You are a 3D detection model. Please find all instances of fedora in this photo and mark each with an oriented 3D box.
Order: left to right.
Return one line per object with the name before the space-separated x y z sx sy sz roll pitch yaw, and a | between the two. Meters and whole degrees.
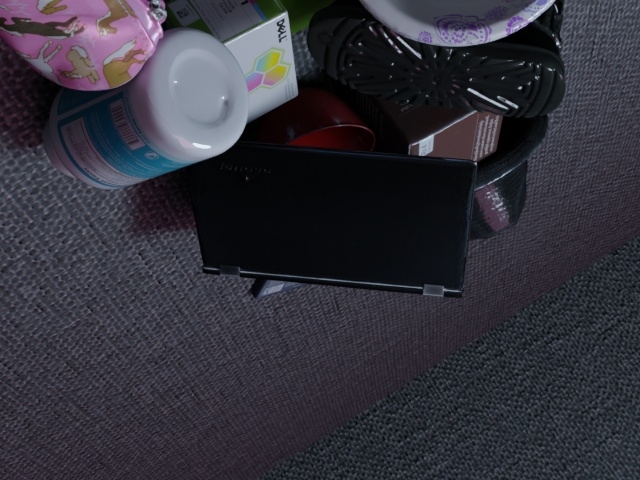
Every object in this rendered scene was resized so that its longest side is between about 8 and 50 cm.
fedora | 0.250 -0.100 1.847 0.334 0.334 0.152 -31 113 -8

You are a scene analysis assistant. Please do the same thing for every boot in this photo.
boot | 0.161 -0.304 1.473 0.348 0.260 0.131 12 145 -9

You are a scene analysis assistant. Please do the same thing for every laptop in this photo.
laptop | 0.029 -0.058 1.637 0.408 0.382 0.236 -62 157 -73

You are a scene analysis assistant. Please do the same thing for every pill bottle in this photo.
pill bottle | -0.215 -0.142 1.294 0.146 0.146 0.264 -10 178 -44

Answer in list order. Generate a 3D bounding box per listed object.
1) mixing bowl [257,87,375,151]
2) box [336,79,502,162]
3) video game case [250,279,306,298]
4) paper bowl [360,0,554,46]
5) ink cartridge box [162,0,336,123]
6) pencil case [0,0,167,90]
mixing bowl | -0.020 -0.159 1.639 0.182 0.098 0.181 -17 158 -7
box | 0.143 -0.206 1.652 0.167 0.203 0.168 -30 157 -12
video game case | 0.000 0.000 2.085 0.196 0.026 0.274 -14 148 -39
paper bowl | 0.156 -0.365 1.288 0.284 0.284 0.148 -38 -176 8
ink cartridge box | -0.058 -0.264 1.413 0.255 0.097 0.188 -29 156 -10
pencil case | -0.276 -0.281 1.016 0.167 0.160 0.386 -35 156 2
